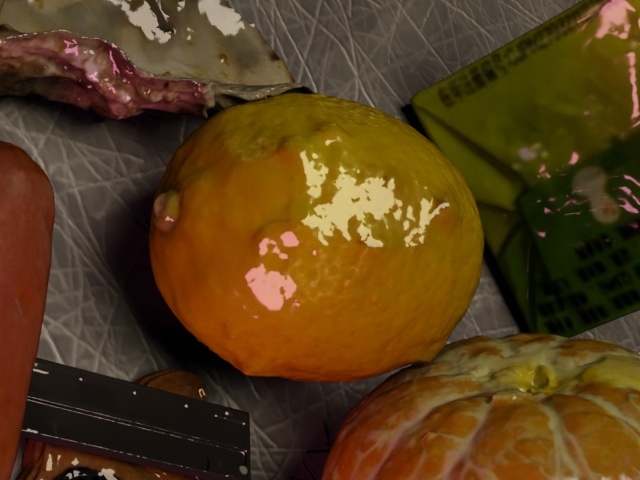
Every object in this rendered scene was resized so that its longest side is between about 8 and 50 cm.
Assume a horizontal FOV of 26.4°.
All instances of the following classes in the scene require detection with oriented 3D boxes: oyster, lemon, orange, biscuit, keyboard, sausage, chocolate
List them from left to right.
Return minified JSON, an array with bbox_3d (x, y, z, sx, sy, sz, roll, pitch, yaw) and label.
[{"bbox_3d":[-0.242,0.051,0.911,0.114,0.113,0.259,24,58,-33],"label":"sausage"},{"bbox_3d":[-0.183,-0.172,1.087,0.396,0.111,0.204,-1,55,-42],"label":"oyster"},{"bbox_3d":[-0.136,0.133,0.990,0.202,0.011,0.067,19,49,-31],"label":"keyboard"},{"bbox_3d":[-0.131,0.220,0.986,0.208,0.041,0.290,32,53,-29],"label":"biscuit"},{"bbox_3d":[0.000,0.000,1.067,0.288,0.233,0.233,16,61,-28],"label":"lemon"},{"bbox_3d":[0.160,0.211,1.064,0.329,0.329,0.249,-29,115,-45],"label":"orange"},{"bbox_3d":[0.286,-0.087,1.326,0.288,0.301,0.137,61,32,-4],"label":"chocolate"}]
